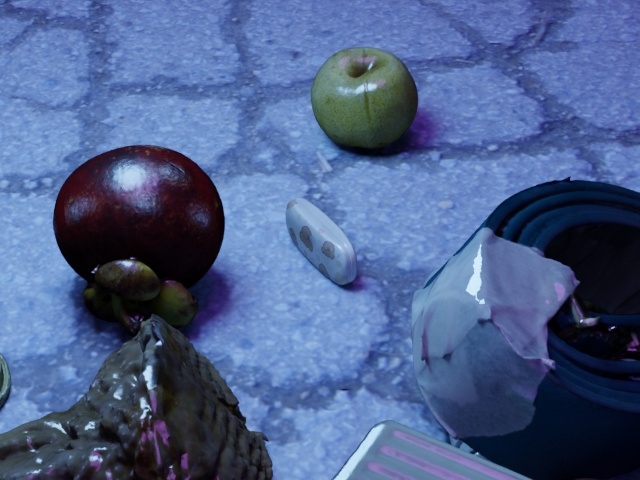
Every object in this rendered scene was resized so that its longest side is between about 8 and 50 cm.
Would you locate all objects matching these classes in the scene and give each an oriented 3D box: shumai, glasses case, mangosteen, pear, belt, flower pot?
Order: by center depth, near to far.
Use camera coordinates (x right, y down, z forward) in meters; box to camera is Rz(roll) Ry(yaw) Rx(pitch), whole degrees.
[{"bbox_3d":[0.111,0.300,1.343,0.190,0.239,0.209,20,77,27],"label":"flower pot"},{"bbox_3d":[-0.215,0.250,1.532,0.283,0.217,0.346,-37,27,2],"label":"shumai"},{"bbox_3d":[0.289,0.092,1.586,0.436,0.173,0.300,-5,56,-45],"label":"belt"},{"bbox_3d":[-0.224,0.008,1.834,0.215,0.215,0.257,-5,65,-7],"label":"mangosteen"},{"bbox_3d":[0.000,0.000,1.942,0.041,0.063,0.164,-16,37,-26],"label":"glasses case"},{"bbox_3d":[0.067,-0.211,2.196,0.167,0.136,0.167,-2,37,1],"label":"pear"}]

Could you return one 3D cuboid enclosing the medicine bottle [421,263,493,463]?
[{"bbox_3d":[0.174,0.161,1.653,0.110,0.110,0.352,0,34,1],"label":"medicine bottle"}]

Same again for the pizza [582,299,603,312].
[{"bbox_3d":[0.321,0.054,1.863,0.199,0.062,0.188,17,50,15],"label":"pizza"}]

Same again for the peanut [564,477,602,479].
[{"bbox_3d":[0.296,0.315,1.410,0.123,0.123,0.257,-23,37,-29],"label":"peanut"}]

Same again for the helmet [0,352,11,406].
[{"bbox_3d":[-0.494,0.116,1.711,0.257,0.137,0.204,10,35,16],"label":"helmet"}]
